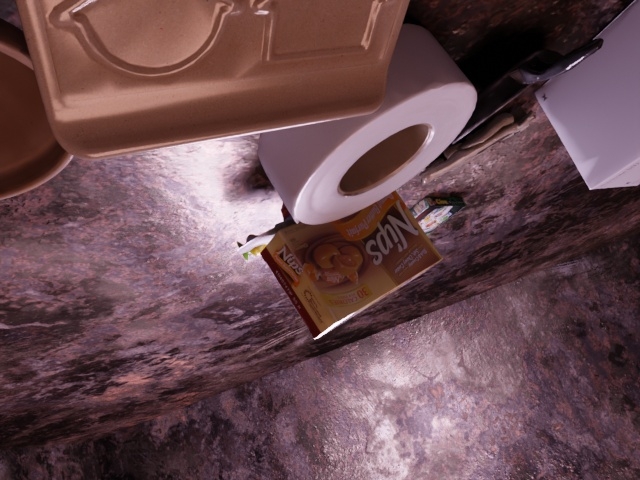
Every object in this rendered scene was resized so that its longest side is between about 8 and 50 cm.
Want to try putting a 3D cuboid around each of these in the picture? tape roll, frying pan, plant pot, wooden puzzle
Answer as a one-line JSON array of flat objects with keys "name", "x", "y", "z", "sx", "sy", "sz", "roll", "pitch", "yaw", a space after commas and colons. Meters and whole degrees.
[{"name": "tape roll", "x": 0.060, "y": -0.141, "z": 0.696, "sx": 0.286, "sy": 0.100, "sz": 0.286, "roll": -30, "pitch": 165, "yaw": -9}, {"name": "frying pan", "x": 0.251, "y": -0.200, "z": 0.714, "sx": 0.197, "sy": 0.053, "sz": 0.326, "roll": -37, "pitch": 179, "yaw": 22}, {"name": "plant pot", "x": -0.334, "y": -0.131, "z": 0.435, "sx": 0.237, "sy": 0.110, "sz": 0.237, "roll": -16, "pitch": 159, "yaw": -6}, {"name": "wooden puzzle", "x": -0.058, "y": -0.240, "z": 0.377, "sx": 0.322, "sy": 0.081, "sz": 0.348, "roll": -16, "pitch": 142, "yaw": -24}]

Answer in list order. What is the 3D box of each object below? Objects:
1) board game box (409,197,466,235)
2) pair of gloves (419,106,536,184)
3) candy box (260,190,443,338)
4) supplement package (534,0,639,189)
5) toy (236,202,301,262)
[{"name": "board game box", "x": 0.228, "y": -0.028, "z": 1.300, "sx": 0.136, "sy": 0.030, "sz": 0.259, "roll": -6, "pitch": 155, "yaw": -38}, {"name": "pair of gloves", "x": 0.263, "y": -0.165, "z": 0.899, "sx": 0.204, "sy": 0.042, "sz": 0.240, "roll": -30, "pitch": 179, "yaw": 20}, {"name": "candy box", "x": 0.068, "y": 0.028, "z": 0.969, "sx": 0.316, "sy": 0.183, "sz": 0.087, "roll": -23, "pitch": 166, "yaw": -41}, {"name": "supplement package", "x": 0.512, "y": -0.234, "z": 0.802, "sx": 0.145, "sy": 0.204, "sz": 0.262, "roll": -6, "pitch": 156, "yaw": -30}, {"name": "toy", "x": -0.050, "y": -0.043, "z": 0.960, "sx": 0.237, "sy": 0.056, "sz": 0.137, "roll": -32, "pitch": 169, "yaw": -7}]
